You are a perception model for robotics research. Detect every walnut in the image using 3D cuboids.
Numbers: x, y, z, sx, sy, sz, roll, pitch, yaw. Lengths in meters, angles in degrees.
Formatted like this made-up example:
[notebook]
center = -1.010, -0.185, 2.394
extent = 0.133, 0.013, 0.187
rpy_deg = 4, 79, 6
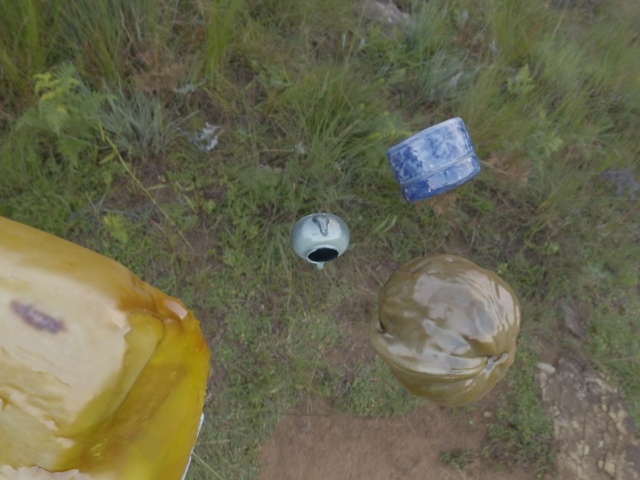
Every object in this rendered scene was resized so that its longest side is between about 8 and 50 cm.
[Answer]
[walnut]
center = 0.236, 0.171, 0.940
extent = 0.284, 0.297, 0.285
rpy_deg = -9, 31, 5

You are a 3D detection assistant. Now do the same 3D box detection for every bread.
[bread]
center = -0.322, 0.161, 0.504
extent = 0.393, 0.250, 0.362
rpy_deg = 19, 95, 0

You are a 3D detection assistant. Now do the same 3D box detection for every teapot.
[teapot]
center = 0.000, 0.000, 1.547
extent = 0.192, 0.294, 0.130
rpy_deg = -4, 60, -6

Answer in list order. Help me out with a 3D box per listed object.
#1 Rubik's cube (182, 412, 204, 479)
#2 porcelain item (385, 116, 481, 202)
[Rubik's cube]
center = -0.468, 0.481, 1.006
extent = 0.315, 0.319, 0.322
rpy_deg = 26, 59, -14
[porcelain item]
center = 0.201, -0.138, 0.858
extent = 0.147, 0.147, 0.114
rpy_deg = -24, 94, -21
